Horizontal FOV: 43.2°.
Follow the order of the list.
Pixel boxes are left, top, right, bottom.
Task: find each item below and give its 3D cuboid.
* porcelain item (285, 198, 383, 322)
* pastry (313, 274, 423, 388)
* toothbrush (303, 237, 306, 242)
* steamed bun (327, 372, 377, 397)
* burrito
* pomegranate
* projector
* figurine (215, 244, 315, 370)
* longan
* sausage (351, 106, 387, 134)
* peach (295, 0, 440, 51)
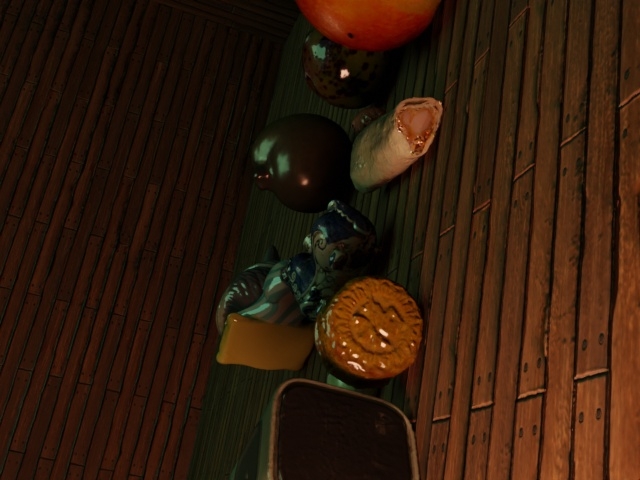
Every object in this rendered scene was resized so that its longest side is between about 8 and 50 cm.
[{"bbox_3d":[0.018,0.043,1.761,0.186,0.138,0.288,51,135,38],"label":"porcelain item"},{"bbox_3d":[0.083,0.159,1.406,0.103,0.188,0.189,127,156,-65],"label":"pastry"},{"bbox_3d":[0.000,0.000,2.253,0.375,0.028,0.037,179,99,-76],"label":"toothbrush"},{"bbox_3d":[0.060,0.269,1.543,0.112,0.091,0.130,-99,28,-58],"label":"steamed bun"},{"bbox_3d":[0.149,-0.204,1.710,0.299,0.105,0.143,148,133,-69],"label":"burrito"},{"bbox_3d":[0.098,-0.468,2.082,0.242,0.306,0.242,35,141,36],"label":"pomegranate"},{"bbox_3d":[-0.003,0.404,1.298,0.248,0.248,0.249,-90,20,-50],"label":"projector"},{"bbox_3d":[-0.128,0.111,2.131,0.361,0.266,0.378,-51,32,29],"label":"figurine"},{"bbox_3d":[-0.050,-0.206,2.176,0.300,0.300,0.243,-89,-3,-48],"label":"longan"},{"bbox_3d":[0.122,-0.290,1.985,0.141,0.076,0.076,179,106,-80],"label":"sausage"},{"bbox_3d":[0.101,-0.609,1.807,0.388,0.388,0.388,-164,90,-77],"label":"peach"}]
